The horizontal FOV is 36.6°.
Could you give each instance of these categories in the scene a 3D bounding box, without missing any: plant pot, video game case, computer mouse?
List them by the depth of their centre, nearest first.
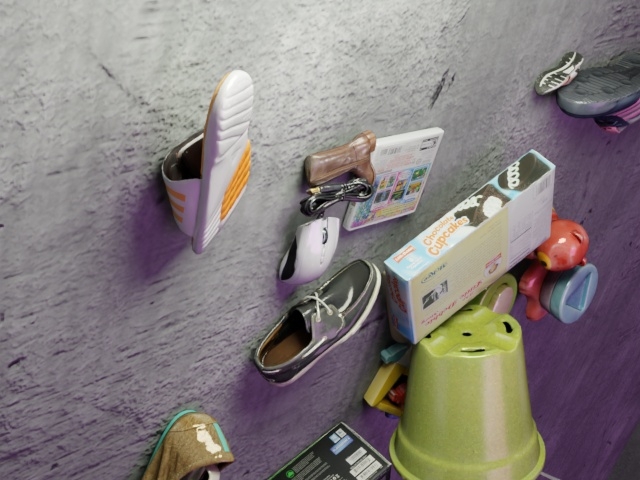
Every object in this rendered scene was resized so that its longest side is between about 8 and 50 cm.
[{"bbox_3d":[0.000,0.000,1.305,0.106,0.042,0.193,-15,142,-36],"label":"computer mouse"},{"bbox_3d":[0.106,-0.091,1.408,0.157,0.019,0.143,-17,134,-45],"label":"video game case"},{"bbox_3d":[0.253,0.259,1.665,0.276,0.276,0.253,-24,122,-38],"label":"plant pot"}]

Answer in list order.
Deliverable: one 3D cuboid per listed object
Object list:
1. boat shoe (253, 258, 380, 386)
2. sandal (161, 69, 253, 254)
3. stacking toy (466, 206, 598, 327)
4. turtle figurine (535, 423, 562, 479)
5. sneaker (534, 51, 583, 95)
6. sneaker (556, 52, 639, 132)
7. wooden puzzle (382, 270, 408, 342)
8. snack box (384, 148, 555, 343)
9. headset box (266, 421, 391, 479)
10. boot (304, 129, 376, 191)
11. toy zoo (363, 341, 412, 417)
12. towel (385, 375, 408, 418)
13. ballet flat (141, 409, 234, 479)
[{"bbox_3d":[-0.003,0.113,1.407,0.233,0.084,0.079,-44,148,-7],"label":"boat shoe"},{"bbox_3d":[-0.125,-0.094,1.044,0.102,0.076,0.265,-57,169,-37],"label":"sandal"},{"bbox_3d":[0.426,0.106,1.860,0.279,0.130,0.309,-52,141,-11],"label":"stacking toy"},{"bbox_3d":[0.426,0.549,2.263,0.266,0.198,0.274,-24,99,-12],"label":"turtle figurine"},{"bbox_3d":[0.391,-0.264,1.585,0.109,0.040,0.043,-37,147,-23],"label":"sneaker"},{"bbox_3d":[0.513,-0.236,1.704,0.319,0.112,0.131,-21,134,-39],"label":"sneaker"},{"bbox_3d":[0.204,0.046,1.656,0.239,0.044,0.221,-36,146,-17],"label":"wooden puzzle"},{"bbox_3d":[0.246,0.012,1.571,0.322,0.060,0.187,-36,145,-18],"label":"snack box"},{"bbox_3d":[-0.004,0.514,1.760,0.246,0.131,0.283,-35,144,-28],"label":"headset box"},{"bbox_3d":[0.022,-0.086,1.286,0.114,0.037,0.106,-30,137,-32],"label":"boot"},{"bbox_3d":[0.203,0.252,1.809,0.293,0.030,0.192,28,102,-43],"label":"toy zoo"},{"bbox_3d":[0.168,0.288,1.857,0.067,0.029,0.119,11,114,-49],"label":"towel"},{"bbox_3d":[-0.225,0.405,1.370,0.342,0.124,0.116,-57,148,8],"label":"ballet flat"}]
